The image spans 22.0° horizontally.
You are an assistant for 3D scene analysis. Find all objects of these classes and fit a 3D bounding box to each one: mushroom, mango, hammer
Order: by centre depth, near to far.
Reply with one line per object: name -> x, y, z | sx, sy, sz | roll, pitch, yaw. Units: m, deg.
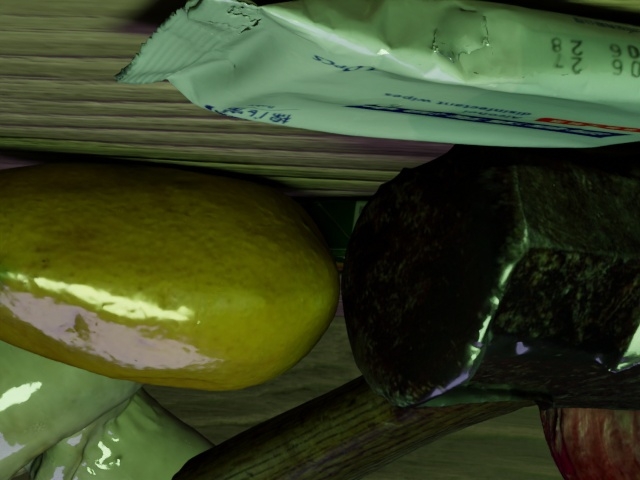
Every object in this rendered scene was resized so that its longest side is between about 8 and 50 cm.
hammer -> 0.042, 0.068, 0.760 | 0.242, 0.095, 0.409 | 4, 158, -35
mango -> -0.091, 0.014, 0.816 | 0.227, 0.109, 0.147 | 7, -162, -34
mushroom -> -0.196, 0.148, 1.232 | 0.292, 0.290, 0.292 | -40, -179, 1

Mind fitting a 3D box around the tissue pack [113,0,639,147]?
tissue pack -> 0.049, -0.043, 0.445 | 0.193, 0.026, 0.122 | 6, 176, -16

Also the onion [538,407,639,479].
onion -> 0.248, 0.093, 0.950 | 0.246, 0.190, 0.246 | -5, -169, 1

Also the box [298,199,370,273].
box -> 0.000, 0.000, 0.993 | 0.132, 0.034, 0.235 | 10, 173, -44
